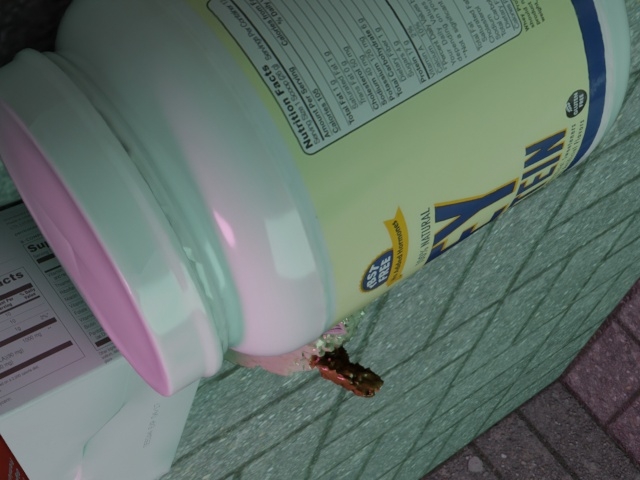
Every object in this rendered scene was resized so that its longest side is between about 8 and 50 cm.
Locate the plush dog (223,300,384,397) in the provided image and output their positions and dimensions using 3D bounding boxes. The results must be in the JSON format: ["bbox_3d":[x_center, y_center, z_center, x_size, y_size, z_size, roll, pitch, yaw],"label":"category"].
[{"bbox_3d":[0.000,0.000,0.855,0.225,0.210,0.262,-59,172,-32],"label":"plush dog"}]

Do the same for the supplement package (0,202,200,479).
[{"bbox_3d":[-0.215,0.110,0.729,0.204,0.145,0.262,-25,153,-34],"label":"supplement package"}]

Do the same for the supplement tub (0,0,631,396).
[{"bbox_3d":[-0.007,-0.079,0.585,0.325,0.235,0.235,-32,157,-19],"label":"supplement tub"}]

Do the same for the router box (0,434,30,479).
[{"bbox_3d":[-0.301,0.069,0.284,0.335,0.082,0.301,-25,114,-7],"label":"router box"}]
